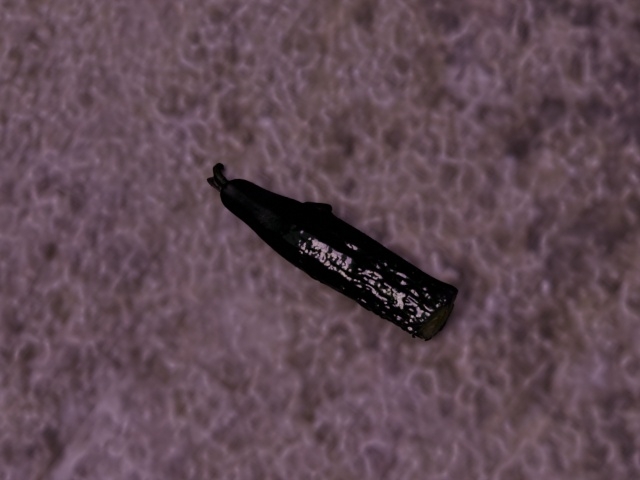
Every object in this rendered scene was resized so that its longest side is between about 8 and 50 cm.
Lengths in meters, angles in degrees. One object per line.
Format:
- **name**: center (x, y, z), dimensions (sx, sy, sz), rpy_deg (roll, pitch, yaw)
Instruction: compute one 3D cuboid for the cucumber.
- **cucumber**: center (0.000, 0.000, 0.892), dimensions (0.163, 0.043, 0.039), rpy_deg (32, 105, 15)
